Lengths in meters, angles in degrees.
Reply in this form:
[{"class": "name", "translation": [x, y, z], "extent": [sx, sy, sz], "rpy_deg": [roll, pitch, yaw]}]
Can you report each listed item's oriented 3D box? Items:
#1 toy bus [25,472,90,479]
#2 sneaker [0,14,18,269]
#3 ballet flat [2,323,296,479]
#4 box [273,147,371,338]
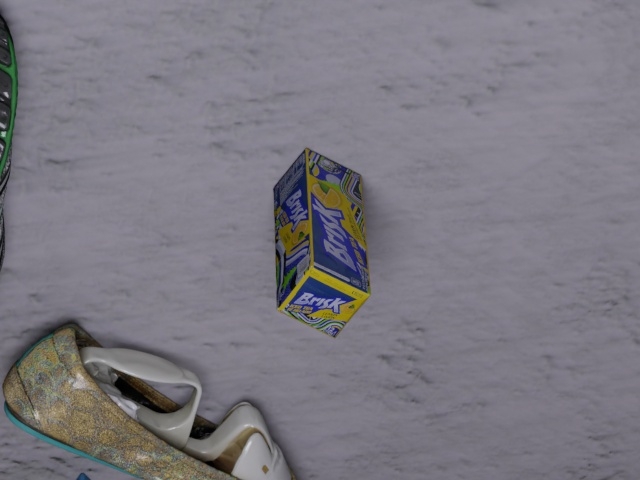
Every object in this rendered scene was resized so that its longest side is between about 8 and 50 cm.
[{"class": "toy bus", "translation": [-0.249, 0.343, 1.831], "extent": [0.191, 0.104, 0.202], "rpy_deg": [35, 118, -25]}, {"class": "sneaker", "translation": [-0.317, -0.039, 1.533], "extent": [0.134, 0.146, 0.343], "rpy_deg": [17, 111, 2]}, {"class": "ballet flat", "translation": [-0.119, 0.180, 1.714], "extent": [0.348, 0.123, 0.123], "rpy_deg": [30, 121, -23]}, {"class": "box", "translation": [0.000, 0.000, 1.538], "extent": [0.059, 0.169, 0.054], "rpy_deg": [26, 122, -20]}]
